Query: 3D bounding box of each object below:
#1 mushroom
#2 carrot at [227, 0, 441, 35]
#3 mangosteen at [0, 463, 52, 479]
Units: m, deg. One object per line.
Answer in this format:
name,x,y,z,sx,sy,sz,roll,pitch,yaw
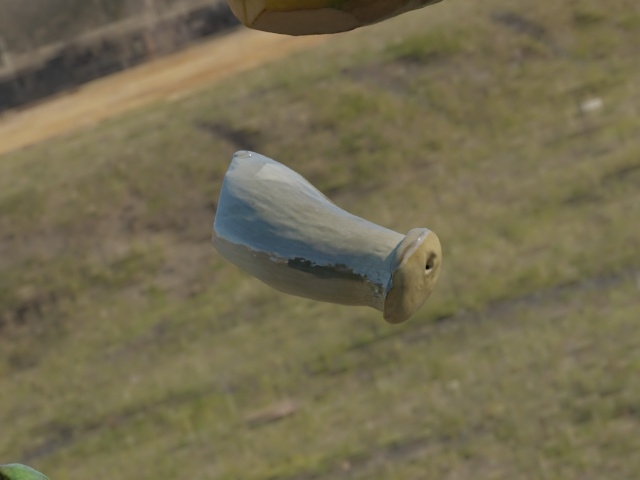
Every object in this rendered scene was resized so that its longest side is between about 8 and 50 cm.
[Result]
mushroom,-0.010,0.002,1.687,0.247,0.096,0.108,25,34,37
carrot,0.082,-0.192,1.087,0.302,0.114,0.114,-19,7,-23
mangosteen,-0.313,0.246,1.382,0.300,0.300,0.300,-18,8,3
